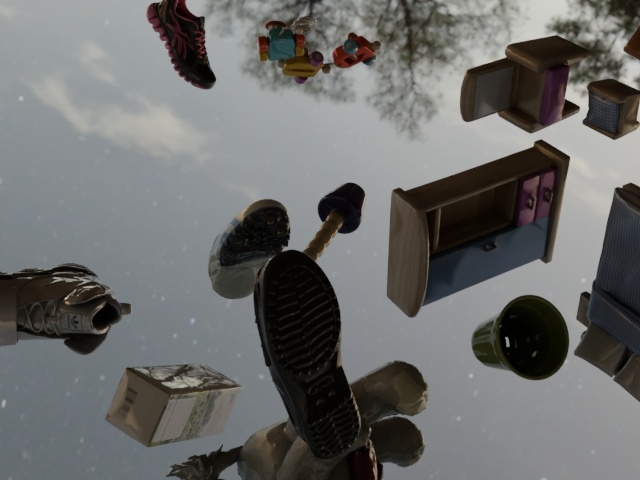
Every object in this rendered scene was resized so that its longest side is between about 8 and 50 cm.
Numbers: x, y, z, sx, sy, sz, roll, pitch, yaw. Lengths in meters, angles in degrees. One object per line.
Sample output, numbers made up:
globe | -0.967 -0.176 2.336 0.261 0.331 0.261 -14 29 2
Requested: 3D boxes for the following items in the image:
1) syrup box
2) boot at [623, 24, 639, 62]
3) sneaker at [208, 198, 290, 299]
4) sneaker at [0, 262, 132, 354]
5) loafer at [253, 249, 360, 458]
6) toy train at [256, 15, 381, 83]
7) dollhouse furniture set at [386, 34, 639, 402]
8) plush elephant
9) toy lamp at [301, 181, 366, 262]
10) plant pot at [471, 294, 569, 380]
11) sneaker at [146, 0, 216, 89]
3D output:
syrup box | -0.237 0.267 1.502 0.096 0.093 0.237 26 -175 23
boot | 0.421 -0.189 1.055 0.152 0.197 0.073 30 163 10
sneaker | -0.095 -0.001 1.133 0.085 0.237 0.086 0 -113 -18
sneaker | -0.546 0.138 1.737 0.365 0.138 0.210 -13 -157 -44
loafer | -0.025 0.109 0.876 0.080 0.220 0.078 -23 -155 -27
toy train | -0.008 -0.253 1.151 0.166 0.125 0.046 13 -120 -53
dollhouse furniture set | 0.233 0.010 0.843 0.198 0.286 0.303 -20 -140 -25
plush elephant | 0.012 0.325 1.015 0.329 0.272 0.255 -16 -119 -12
toy lamp | 0.000 0.000 1.412 0.080 0.080 0.275 26 -137 7
plant pot | 0.193 0.102 0.919 0.083 0.083 0.079 5 167 -20
sneaker | -0.151 -0.233 1.050 0.119 0.057 0.047 58 -153 -5
